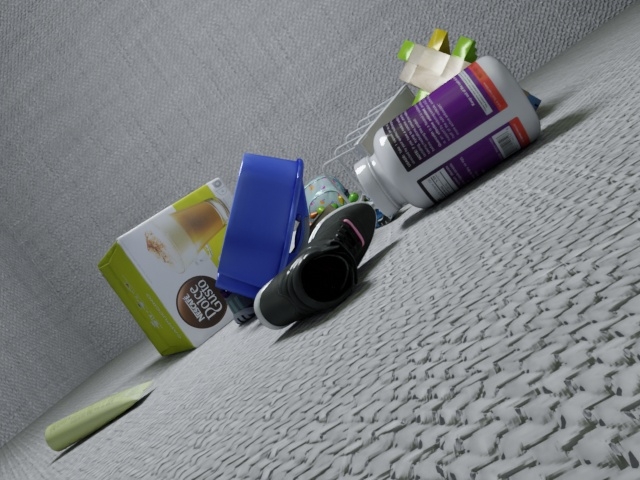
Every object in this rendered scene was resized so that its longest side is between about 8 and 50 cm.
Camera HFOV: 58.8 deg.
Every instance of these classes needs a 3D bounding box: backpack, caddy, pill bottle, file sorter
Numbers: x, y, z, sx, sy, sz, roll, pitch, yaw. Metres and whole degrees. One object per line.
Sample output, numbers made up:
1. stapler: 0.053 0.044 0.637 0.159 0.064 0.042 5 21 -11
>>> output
1. backpack: 0.021 -0.124 1.895 0.165 0.188 0.144 -33 5 10
2. caddy: -0.112 -0.024 1.236 0.241 0.179 0.341 121 160 -68
3. pill bottle: 0.229 -0.183 1.068 0.323 0.182 0.181 -33 5 17
4. file sorter: 0.165 -0.228 1.481 0.173 0.193 0.278 -20 26 50

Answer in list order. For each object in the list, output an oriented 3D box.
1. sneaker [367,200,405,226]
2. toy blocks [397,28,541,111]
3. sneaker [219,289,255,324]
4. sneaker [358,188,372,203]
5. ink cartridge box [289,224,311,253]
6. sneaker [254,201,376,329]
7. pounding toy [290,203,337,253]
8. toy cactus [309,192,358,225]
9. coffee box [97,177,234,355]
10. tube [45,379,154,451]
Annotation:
1. sneaker: 0.132 -0.066 1.341 0.083 0.071 0.190 -30 10 -30
2. toy blocks: 0.387 -0.367 1.413 0.381 0.260 0.191 48 118 50
3. sneaker: -0.166 0.113 1.360 0.083 0.098 0.224 -33 5 16
4. sneaker: 0.190 -0.160 1.838 0.081 0.080 0.211 -44 -2 -23
5. ink cartridge box: -0.064 0.026 1.482 0.232 0.066 0.189 -25 15 -35
6. sneaker: 0.032 0.025 0.900 0.296 0.105 0.147 -45 11 -33
7. pounding toy: 0.018 -0.003 1.312 0.141 0.100 0.130 -48 6 35
8. toy cactus: 0.039 -0.051 1.747 0.219 0.112 0.180 -30 25 22
9. coffee box: -0.372 0.087 1.602 0.334 0.338 0.338 -38 7 -32
10. tube: -0.465 0.368 1.201 0.240 0.062 0.070 -29 49 6
